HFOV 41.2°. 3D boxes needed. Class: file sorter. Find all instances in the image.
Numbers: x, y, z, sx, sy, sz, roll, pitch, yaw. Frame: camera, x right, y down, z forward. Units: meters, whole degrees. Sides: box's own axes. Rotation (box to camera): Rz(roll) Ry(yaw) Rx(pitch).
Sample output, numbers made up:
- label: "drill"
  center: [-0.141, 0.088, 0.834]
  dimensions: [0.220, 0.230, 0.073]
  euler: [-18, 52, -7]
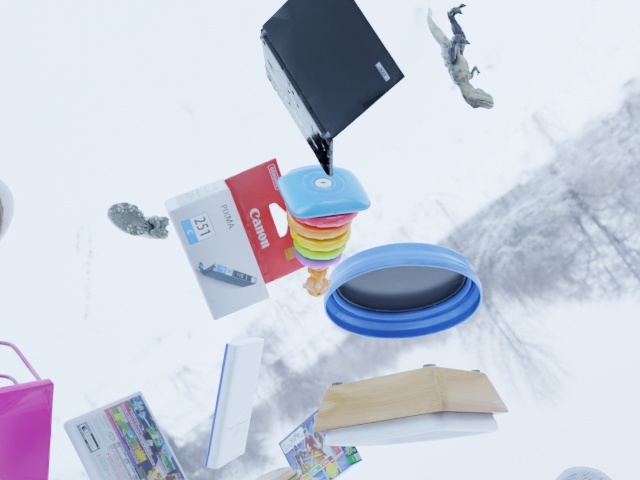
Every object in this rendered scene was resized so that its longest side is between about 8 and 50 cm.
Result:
- label: "file sorter"
  center: [-0.587, 0.340, 1.435]
  dimensions: [0.202, 0.182, 0.290]
  euler: [-7, 116, -37]

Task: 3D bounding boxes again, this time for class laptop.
- label: "laptop"
  center: [0.012, -0.272, 1.409]
  dimensions: [0.137, 0.234, 0.264]
  euler: [-28, 166, -7]

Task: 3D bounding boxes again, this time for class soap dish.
- label: "soap dish"
  center: [0.164, 0.310, 1.575]
  dimensions: [0.291, 0.118, 0.229]
  euler: [-19, 158, 37]

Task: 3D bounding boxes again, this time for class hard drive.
- label: "hard drive"
  center: [-0.224, 0.421, 2.248]
  dimensions: [0.210, 0.040, 0.318]
  euler: [6, 94, -74]

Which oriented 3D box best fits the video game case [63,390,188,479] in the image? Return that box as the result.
- label: "video game case"
  center: [-0.335, 0.379, 1.489]
  dimensions: [0.023, 0.201, 0.183]
  euler: [-36, 169, 29]

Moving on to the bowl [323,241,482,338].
- label: "bowl"
  center: [0.201, 0.127, 2.109]
  dimensions: [0.392, 0.077, 0.391]
  euler: [-2, 148, -1]

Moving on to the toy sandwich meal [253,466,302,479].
- label: "toy sandwich meal"
  center: [-0.063, 0.347, 1.206]
  dimensions: [0.086, 0.029, 0.085]
  euler: [-22, 178, -1]

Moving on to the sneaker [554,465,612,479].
- label: "sneaker"
  center: [0.337, 0.472, 1.123]
  dimensions: [0.125, 0.320, 0.180]
  euler: [4, 153, 14]

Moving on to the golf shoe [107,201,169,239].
- label: "golf shoe"
  center: [-0.414, -0.035, 1.863]
  dimensions: [0.086, 0.069, 0.176]
  euler: [-4, 163, 32]

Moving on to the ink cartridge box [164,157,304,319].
- label: "ink cartridge box"
  center: [-0.168, -0.001, 1.872]
  dimensions: [0.261, 0.296, 0.066]
  euler: [-23, -149, -8]

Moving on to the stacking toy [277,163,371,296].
- label: "stacking toy"
  center: [0.000, 0.000, 1.843]
  dimensions: [0.175, 0.165, 0.301]
  euler: [-8, 127, -15]

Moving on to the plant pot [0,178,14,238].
- label: "plant pot"
  center: [-0.708, -0.065, 1.712]
  dimensions: [0.215, 0.215, 0.230]
  euler: [-36, -172, 6]

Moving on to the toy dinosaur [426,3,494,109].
- label: "toy dinosaur"
  center: [0.249, -0.365, 1.587]
  dimensions: [0.064, 0.268, 0.118]
  euler: [-17, 156, -8]

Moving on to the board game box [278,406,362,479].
- label: "board game box"
  center: [-0.004, 0.444, 1.794]
  dimensions: [0.035, 0.136, 0.201]
  euler: [-13, 156, -39]
